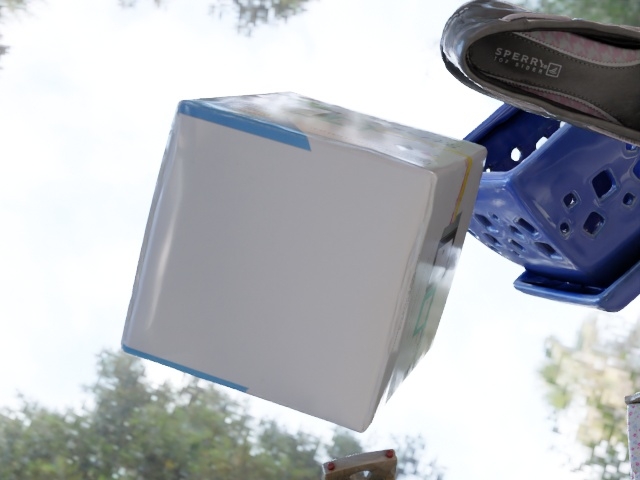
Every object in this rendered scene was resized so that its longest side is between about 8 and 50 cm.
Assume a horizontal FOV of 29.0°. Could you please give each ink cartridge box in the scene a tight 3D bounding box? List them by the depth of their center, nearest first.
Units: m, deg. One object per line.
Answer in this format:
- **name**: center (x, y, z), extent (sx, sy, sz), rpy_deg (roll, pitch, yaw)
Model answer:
- **ink cartridge box**: center (0.000, 0.000, 0.994), extent (0.270, 0.198, 0.197), rpy_deg (-29, -45, -73)

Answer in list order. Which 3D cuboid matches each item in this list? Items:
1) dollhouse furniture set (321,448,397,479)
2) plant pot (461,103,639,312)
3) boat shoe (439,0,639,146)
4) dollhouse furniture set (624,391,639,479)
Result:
- **dollhouse furniture set**: center (-0.013, 0.276, 1.046), extent (0.184, 0.129, 0.129), rpy_deg (-10, -36, -9)
- **plant pot**: center (0.290, -0.058, 1.366), extent (0.236, 0.236, 0.212), rpy_deg (-40, -77, -13)
- **boat shoe**: center (0.269, -0.135, 1.092), extent (0.095, 0.335, 0.112), rpy_deg (-82, 5, -69)
- **dollhouse furniture set**: center (0.536, 0.230, 1.837), extent (0.174, 0.356, 0.303), rpy_deg (54, -147, -41)
